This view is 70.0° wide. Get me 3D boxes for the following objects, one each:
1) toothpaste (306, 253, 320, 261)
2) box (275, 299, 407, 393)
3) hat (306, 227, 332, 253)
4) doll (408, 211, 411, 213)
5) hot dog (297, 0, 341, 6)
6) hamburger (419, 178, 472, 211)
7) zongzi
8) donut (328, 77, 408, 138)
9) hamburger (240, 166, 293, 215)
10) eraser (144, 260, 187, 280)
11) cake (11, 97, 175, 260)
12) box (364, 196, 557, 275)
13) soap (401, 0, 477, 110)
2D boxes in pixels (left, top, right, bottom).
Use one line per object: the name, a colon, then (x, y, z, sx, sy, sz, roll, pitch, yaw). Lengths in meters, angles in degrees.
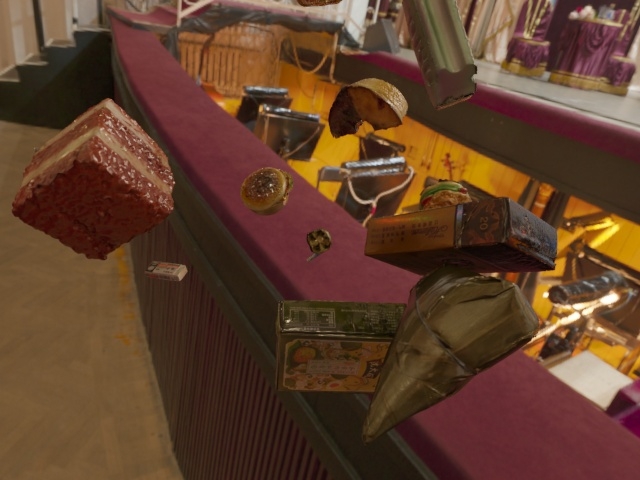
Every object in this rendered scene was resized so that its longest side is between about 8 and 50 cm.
toothpaste: (-0.019, 0.061, 1.863, 0.083, 0.024, 0.015, -36, 41, -2)
box: (0.059, 0.360, 1.506, 0.421, 0.372, 0.138, 4, 45, -5)
hat: (-0.001, 0.000, 1.494, 0.076, 0.077, 0.059, -20, 1, 17)
doll: (0.414, -0.067, 2.184, 0.104, 0.194, 0.062, 33, 55, 24)
hot dog: (-0.002, -0.883, 1.608, 0.270, 0.109, 0.072, -28, 54, -37)
hamburger: (0.544, -0.140, 1.967, 0.237, 0.237, 0.148, 8, 38, -6)
zongzi: (0.211, 0.214, 0.969, 0.174, 0.393, 0.356, 48, 1, -5)
donut: (0.126, -0.405, 1.352, 0.295, 0.151, 0.112, 2, 39, 50)
hamburger: (-0.137, -0.131, 1.177, 0.141, 0.081, 0.126, -5, 63, 8)
eraser: (-0.478, 0.095, 1.413, 0.122, 0.029, 0.052, 6, 39, 16)
cake: (-0.556, -0.159, 1.176, 0.270, 0.270, 0.319, -29, 45, 14)
box: (0.351, 0.006, 1.182, 0.265, 0.115, 0.416, 22, -18, -38)
soap: (0.456, -0.746, 1.752, 0.156, 0.445, 0.261, -20, 5, 5)
